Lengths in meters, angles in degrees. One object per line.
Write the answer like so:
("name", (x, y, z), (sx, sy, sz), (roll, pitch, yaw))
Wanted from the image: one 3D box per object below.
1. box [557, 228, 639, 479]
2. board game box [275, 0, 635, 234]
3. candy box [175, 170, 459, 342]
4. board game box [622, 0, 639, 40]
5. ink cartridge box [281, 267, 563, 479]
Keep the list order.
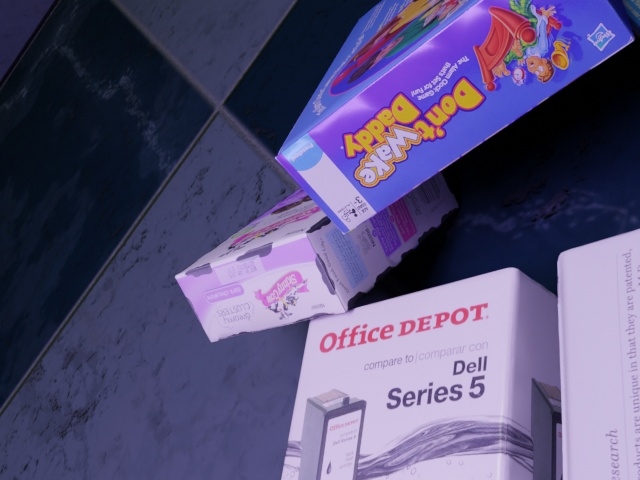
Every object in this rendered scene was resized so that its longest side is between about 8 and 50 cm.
("box", (0.213, 0.101, 0.418), (0.119, 0.181, 0.182), (-21, 50, 41))
("board game box", (0.112, -0.172, 0.699), (0.233, 0.078, 0.347), (-34, 17, 28))
("candy box", (0.000, 0.000, 0.751), (0.164, 0.070, 0.196), (-17, 15, 42))
("board game box", (0.375, -0.185, 0.532), (0.318, 0.066, 0.319), (-43, 39, 21))
("ink cartridge box", (0.074, 0.176, 0.584), (0.198, 0.114, 0.273), (-19, 51, 42))
